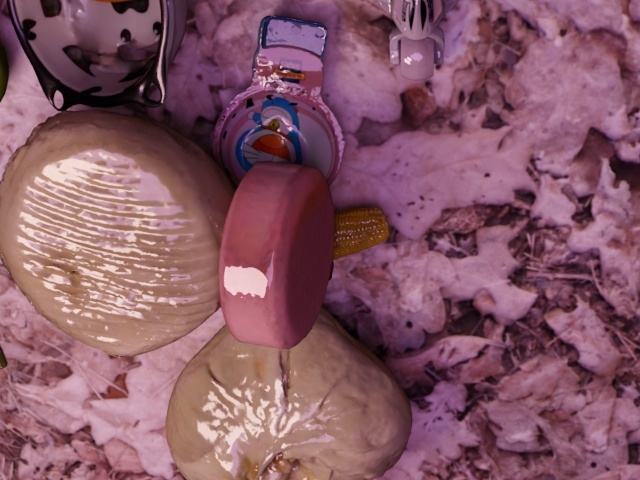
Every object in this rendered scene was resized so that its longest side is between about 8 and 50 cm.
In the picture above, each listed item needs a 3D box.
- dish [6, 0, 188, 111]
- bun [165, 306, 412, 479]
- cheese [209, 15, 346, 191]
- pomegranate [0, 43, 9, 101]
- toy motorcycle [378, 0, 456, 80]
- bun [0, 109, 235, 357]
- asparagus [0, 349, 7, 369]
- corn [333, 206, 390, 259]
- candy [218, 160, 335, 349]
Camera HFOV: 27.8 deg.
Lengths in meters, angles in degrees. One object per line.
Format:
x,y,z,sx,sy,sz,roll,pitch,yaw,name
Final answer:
-0.269,-0.314,1.678,0.303,0.120,0.303,13,116,29,dish
-0.047,0.264,1.865,0.361,0.213,0.361,1,114,3,bun
-0.054,-0.164,1.770,0.189,0.074,0.286,10,112,-1,cheese
-0.480,-0.236,1.757,0.169,0.143,0.122,-58,141,-12,pomegranate
0.126,-0.327,1.673,0.112,0.112,0.254,1,113,4,toy motorcycle
-0.259,-0.024,1.742,0.326,0.234,0.362,-8,123,20,bun
-0.500,0.137,1.957,0.018,0.015,0.127,-14,110,0,asparagus
0.000,0.000,1.833,0.203,0.072,0.072,-15,110,10,corn
-0.052,0.020,1.688,0.094,0.255,0.255,7,113,16,candy
